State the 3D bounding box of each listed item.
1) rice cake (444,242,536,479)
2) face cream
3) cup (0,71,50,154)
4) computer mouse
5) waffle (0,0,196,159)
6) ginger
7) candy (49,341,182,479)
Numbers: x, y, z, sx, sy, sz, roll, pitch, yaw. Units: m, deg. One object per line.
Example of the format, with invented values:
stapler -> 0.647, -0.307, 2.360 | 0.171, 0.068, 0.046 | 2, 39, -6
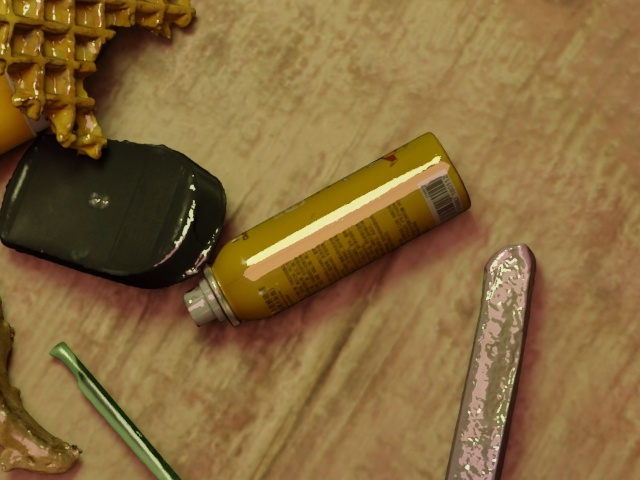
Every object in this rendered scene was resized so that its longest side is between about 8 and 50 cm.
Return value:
rice cake -> 0.187, 0.194, 1.488 | 0.064, 0.070, 0.399 | 10, 80, 12
face cream -> 0.000, 0.000, 1.526 | 0.348, 0.105, 0.105 | -29, 78, 0
cup -> -0.471, -0.146, 1.569 | 0.279, 0.196, 0.196 | -23, 78, -8
computer mouse -> -0.244, -0.032, 1.569 | 0.295, 0.087, 0.168 | 13, 72, 23
waffle -> -0.288, -0.267, 1.529 | 0.069, 0.260, 0.293 | 1, 51, 43
ginger -> -0.410, 0.146, 1.544 | 0.148, 0.081, 0.334 | -34, 90, -44
candy -> -0.171, 0.275, 1.508 | 0.119, 0.119, 0.440 | -43, 70, -3
